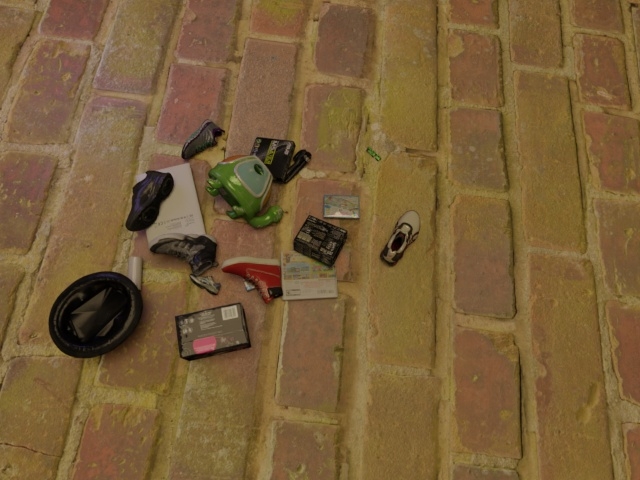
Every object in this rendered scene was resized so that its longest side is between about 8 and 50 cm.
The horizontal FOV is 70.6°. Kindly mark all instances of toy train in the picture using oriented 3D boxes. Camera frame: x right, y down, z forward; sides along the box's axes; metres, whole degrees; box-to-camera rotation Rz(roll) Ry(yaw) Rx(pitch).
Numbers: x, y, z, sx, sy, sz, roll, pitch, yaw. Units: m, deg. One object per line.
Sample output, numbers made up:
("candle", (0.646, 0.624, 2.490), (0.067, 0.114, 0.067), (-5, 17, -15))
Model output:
("toy train", (0.241, -0.394, 2.058), (0.083, 0.017, 0.024), (44, 85, 11))

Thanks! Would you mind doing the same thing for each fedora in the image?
("fedora", (-0.818, 0.284, 1.692), (0.333, 0.152, 0.334), (1, 71, -3))

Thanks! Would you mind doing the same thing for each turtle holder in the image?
("turtle holder", (-0.296, -0.205, 1.842), (0.320, 0.243, 0.227), (43, 74, 11))

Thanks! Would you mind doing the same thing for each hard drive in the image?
("hard drive", (-0.629, -0.139, 1.905), (0.232, 0.047, 0.353), (-15, 73, -8))

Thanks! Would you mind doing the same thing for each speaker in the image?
("speaker", (-0.740, 0.134, 1.800), (0.055, 0.055, 0.136), (-4, 71, -4))

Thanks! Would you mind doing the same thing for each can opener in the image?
("can opener", (-0.107, -0.326, 2.002), (0.059, 0.073, 0.186), (43, 73, -30))

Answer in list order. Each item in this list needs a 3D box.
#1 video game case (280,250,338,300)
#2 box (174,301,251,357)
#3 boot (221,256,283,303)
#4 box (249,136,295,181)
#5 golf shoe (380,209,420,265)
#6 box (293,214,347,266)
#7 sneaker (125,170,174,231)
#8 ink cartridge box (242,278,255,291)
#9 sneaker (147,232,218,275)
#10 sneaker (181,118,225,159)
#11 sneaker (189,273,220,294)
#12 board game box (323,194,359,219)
("video game case", (-0.047, 0.139, 1.854), (0.226, 0.026, 0.207), (-3, 71, -3))
("box", (-0.400, 0.344, 1.703), (0.247, 0.142, 0.163), (-11, 71, -8))
("boot", (-0.264, 0.160, 1.767), (0.244, 0.088, 0.176), (4, 65, -25))
("box", (-0.221, -0.358, 1.984), (0.184, 0.045, 0.191), (10, 70, 18))
("golf shoe", (0.349, -0.021, 1.883), (0.105, 0.120, 0.273), (28, 70, 8))
("box", (0.000, 0.000, 1.854), (0.180, 0.078, 0.147), (22, 60, 11))
("sneaker", (-0.716, -0.164, 1.843), (0.130, 0.109, 0.286), (18, 64, 14))
("ink cartridge box", (-0.288, 0.160, 1.830), (0.048, 0.028, 0.083), (-21, 73, -11))
("sneaker", (-0.529, 0.056, 1.772), (0.268, 0.101, 0.153), (-2, 56, -27))
("sneaker", (-0.518, -0.434, 1.996), (0.098, 0.083, 0.224), (31, 71, 2))
("sneaker", (-0.461, 0.165, 1.814), (0.135, 0.052, 0.058), (31, 62, 0))
("board game box", (0.090, -0.144, 1.957), (0.154, 0.026, 0.104), (2, 71, -3))
